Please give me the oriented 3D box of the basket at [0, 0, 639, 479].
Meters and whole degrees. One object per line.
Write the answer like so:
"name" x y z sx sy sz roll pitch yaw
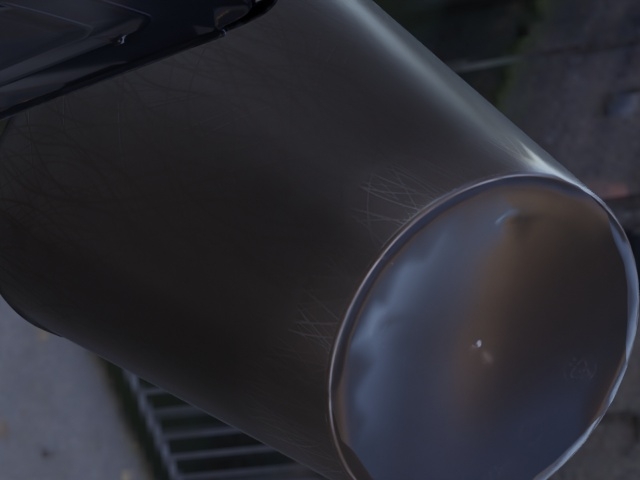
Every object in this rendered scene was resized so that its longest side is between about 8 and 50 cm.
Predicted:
"basket" 0.000 0.000 0.729 0.204 0.227 0.154 -38 125 -12

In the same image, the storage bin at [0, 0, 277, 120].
"storage bin" -0.116 -0.078 0.488 0.122 0.180 0.084 6 68 -65
